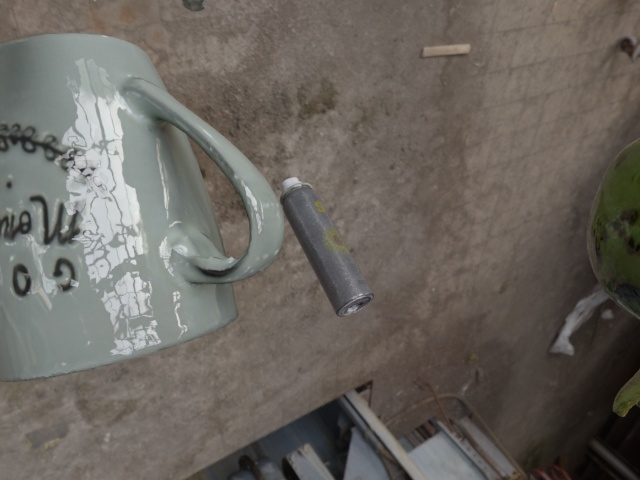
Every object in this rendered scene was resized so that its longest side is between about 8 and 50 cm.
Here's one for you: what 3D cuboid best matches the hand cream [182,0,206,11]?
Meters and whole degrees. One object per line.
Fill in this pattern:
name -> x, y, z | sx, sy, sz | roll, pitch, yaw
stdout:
hand cream -> -0.201, -0.423, 0.802 | 0.039, 0.143, 0.061 | -5, 158, -9

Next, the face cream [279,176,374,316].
face cream -> 0.000, 0.000, 0.911 | 0.073, 0.284, 0.073 | -23, 153, -12

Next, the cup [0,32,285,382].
cup -> -0.148, -0.033, 0.395 | 0.186, 0.257, 0.234 | -15, 95, -62

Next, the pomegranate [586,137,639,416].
pomegranate -> 0.307, 0.023, 0.381 | 0.211, 0.211, 0.263 | 5, 98, -41
